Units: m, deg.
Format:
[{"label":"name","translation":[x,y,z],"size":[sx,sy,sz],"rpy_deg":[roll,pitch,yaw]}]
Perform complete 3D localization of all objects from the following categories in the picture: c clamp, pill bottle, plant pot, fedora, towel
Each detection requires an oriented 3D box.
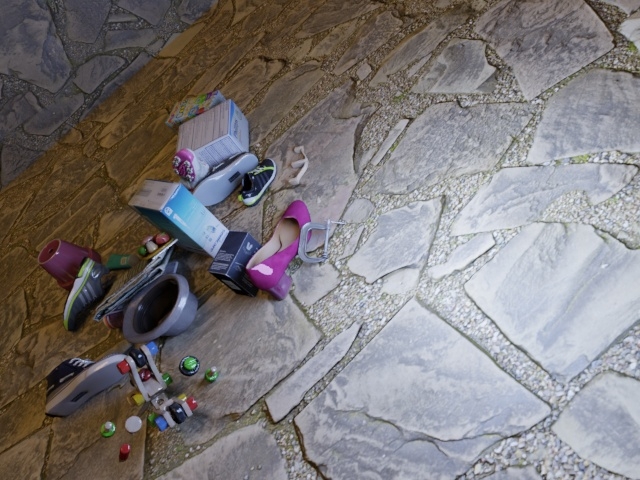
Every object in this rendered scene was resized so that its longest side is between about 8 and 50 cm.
[{"label":"c clamp","translation":[0.000,0.000,1.448],"size":[0.137,0.022,0.161],"rpy_deg":[12,69,2]},{"label":"pill bottle","translation":[-0.704,0.269,1.664],"size":[0.152,0.086,0.086],"rpy_deg":[-15,50,22]},{"label":"plant pot","translation":[-1.092,0.092,1.972],"size":[0.201,0.180,0.201],"rpy_deg":[-17,50,21]},{"label":"fedora","translation":[-0.518,0.241,1.543],"size":[0.275,0.124,0.244],"rpy_deg":[-35,44,13]},{"label":"towel","translation":[-0.683,0.128,1.696],"size":[0.312,0.056,0.324],"rpy_deg":[-36,21,2]}]

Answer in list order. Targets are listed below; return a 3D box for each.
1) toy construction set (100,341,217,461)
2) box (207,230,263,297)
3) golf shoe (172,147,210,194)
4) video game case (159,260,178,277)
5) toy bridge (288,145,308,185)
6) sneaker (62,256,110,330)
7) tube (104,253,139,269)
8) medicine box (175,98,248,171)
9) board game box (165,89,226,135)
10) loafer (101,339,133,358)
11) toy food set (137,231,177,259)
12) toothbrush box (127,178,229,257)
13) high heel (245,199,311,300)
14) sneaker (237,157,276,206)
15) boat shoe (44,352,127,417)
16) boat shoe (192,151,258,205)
[{"label":"toy construction set","translation":[-0.494,0.478,1.318],"size":[0.237,0.257,0.309],"rpy_deg":[-57,5,48]},{"label":"box","translation":[-0.254,0.076,1.485],"size":[0.093,0.156,0.158],"rpy_deg":[6,60,36]},{"label":"golf shoe","translation":[-0.509,-0.285,1.839],"size":[0.115,0.306,0.140],"rpy_deg":[32,63,5]},{"label":"video game case","translation":[-0.590,0.140,1.743],"size":[0.087,0.011,0.122],"rpy_deg":[-14,51,22]},{"label":"toy bridge","translation":[-0.078,-0.292,1.744],"size":[0.063,0.026,0.188],"rpy_deg":[-9,53,23]},{"label":"sneaker","translation":[-0.936,0.222,1.827],"size":[0.111,0.121,0.300],"rpy_deg":[15,85,63]},{"label":"tube","translation":[-0.837,0.088,1.913],"size":[0.207,0.052,0.080],"rpy_deg":[-3,51,36]},{"label":"medicine box","translation":[-0.472,-0.435,2.009],"size":[0.289,0.149,0.264],"rpy_deg":[-22,48,16]},{"label":"board game box","translation":[-0.574,-0.590,2.192],"size":[0.275,0.144,0.142],"rpy_deg":[-4,56,30]},{"label":"loafer","translation":[-0.711,0.392,1.616],"size":[0.125,0.039,0.045],"rpy_deg":[-35,79,8]},{"label":"toy food set","translation":[-0.602,0.007,1.649],"size":[0.128,0.071,0.218],"rpy_deg":[-43,20,-27]},{"label":"toothbrush box","translation":[-0.505,-0.078,1.658],"size":[0.216,0.295,0.126],"rpy_deg":[11,62,38]},{"label":"high heel","translation":[-0.128,-0.011,1.454],"size":[0.127,0.181,0.377],"rpy_deg":[-10,53,25]},{"label":"sneaker","translation":[-0.244,-0.237,1.754],"size":[0.084,0.097,0.235],"rpy_deg":[3,59,33]},{"label":"boat shoe","translation":[-0.803,0.445,1.561],"size":[0.340,0.127,0.158],"rpy_deg":[-35,53,5]},{"label":"boat shoe","translation":[-0.397,-0.259,1.857],"size":[0.306,0.113,0.105],"rpy_deg":[-44,39,-8]}]
